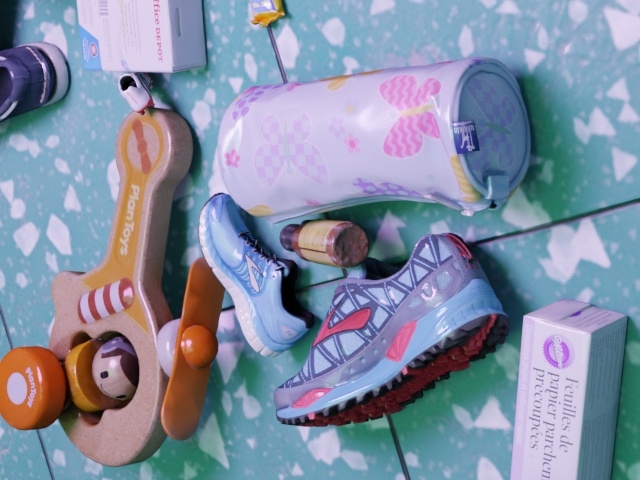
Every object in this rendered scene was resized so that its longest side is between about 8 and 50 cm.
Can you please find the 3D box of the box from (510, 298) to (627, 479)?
[{"bbox_3d":[0.198,0.212,1.272,0.063,0.067,0.324,15,112,35],"label":"box"}]

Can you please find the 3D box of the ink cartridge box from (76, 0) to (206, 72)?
[{"bbox_3d":[-0.171,-0.207,1.465,0.122,0.052,0.089,7,106,39],"label":"ink cartridge box"}]

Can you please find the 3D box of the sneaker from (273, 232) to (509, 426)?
[{"bbox_3d":[0.053,0.079,1.350,0.262,0.104,0.125,-34,63,35],"label":"sneaker"}]

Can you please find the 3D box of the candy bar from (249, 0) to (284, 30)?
[{"bbox_3d":[-0.065,-0.270,1.385,0.040,0.018,0.161,-13,93,41],"label":"candy bar"}]

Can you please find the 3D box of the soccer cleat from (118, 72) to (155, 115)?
[{"bbox_3d":[-0.180,-0.150,1.479,0.029,0.035,0.083,-37,32,10],"label":"soccer cleat"}]

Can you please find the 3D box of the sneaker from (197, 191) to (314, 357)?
[{"bbox_3d":[-0.054,0.024,1.439,0.073,0.063,0.162,-28,90,26],"label":"sneaker"}]

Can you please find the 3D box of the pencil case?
[{"bbox_3d":[0.042,-0.081,1.287,0.273,0.113,0.124,-1,106,39],"label":"pencil case"}]

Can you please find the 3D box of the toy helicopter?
[{"bbox_3d":[-0.176,0.048,1.494,0.235,0.140,0.355,17,100,42],"label":"toy helicopter"}]

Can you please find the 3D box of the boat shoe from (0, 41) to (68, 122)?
[{"bbox_3d":[-0.374,-0.149,1.627,0.254,0.079,0.095,-6,98,40],"label":"boat shoe"}]

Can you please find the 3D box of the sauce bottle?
[{"bbox_3d":[0.000,0.000,1.364,0.128,0.042,0.042,13,112,64],"label":"sauce bottle"}]
